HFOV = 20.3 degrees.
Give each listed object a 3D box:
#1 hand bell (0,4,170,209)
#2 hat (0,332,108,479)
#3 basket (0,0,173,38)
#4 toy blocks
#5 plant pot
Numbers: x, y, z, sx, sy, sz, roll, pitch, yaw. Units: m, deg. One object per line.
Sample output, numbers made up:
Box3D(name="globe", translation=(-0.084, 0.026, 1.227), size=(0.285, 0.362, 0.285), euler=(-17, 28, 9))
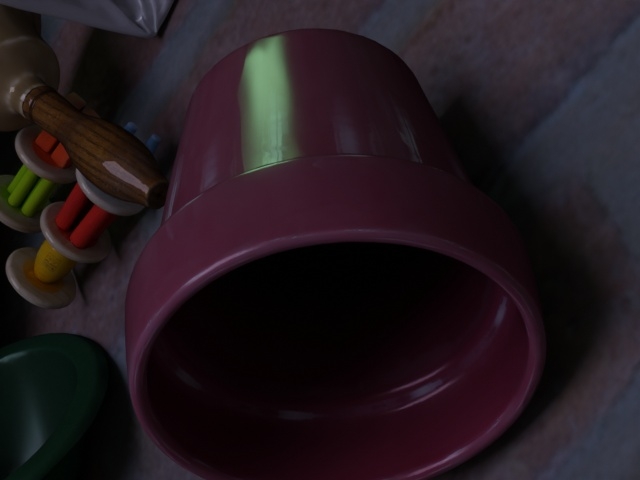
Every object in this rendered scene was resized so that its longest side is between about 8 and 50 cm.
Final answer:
Box3D(name="hand bell", translation=(-0.170, -0.080, 1.130), size=(0.242, 0.126, 0.126), euler=(37, 113, 39))
Box3D(name="hat", translation=(-0.187, 0.197, 1.214), size=(0.173, 0.183, 0.208), euler=(1, 42, 42))
Box3D(name="basket", translation=(-0.172, -0.216, 1.154), size=(0.113, 0.167, 0.103), euler=(-62, 36, 23))
Box3D(name="toy blocks", translation=(-0.162, -0.046, 1.199), size=(0.148, 0.054, 0.123), euler=(-49, 47, 33))
Box3D(name="plant pot", translation=(0.000, 0.000, 0.893), size=(0.201, 0.201, 0.180), euler=(-48, 35, 36))
